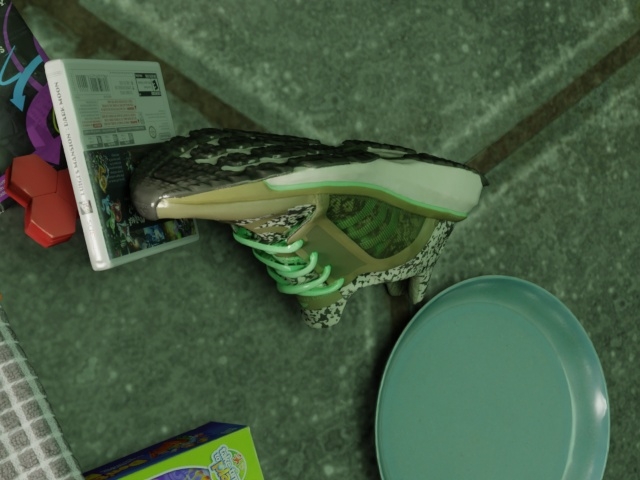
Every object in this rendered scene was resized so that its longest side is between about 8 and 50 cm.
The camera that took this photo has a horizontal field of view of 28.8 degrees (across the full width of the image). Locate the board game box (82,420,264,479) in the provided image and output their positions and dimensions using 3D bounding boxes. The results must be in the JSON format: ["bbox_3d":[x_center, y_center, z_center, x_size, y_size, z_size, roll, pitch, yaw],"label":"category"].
[{"bbox_3d":[-0.132,0.364,1.107,0.233,0.078,0.347,-18,96,-31],"label":"board game box"}]

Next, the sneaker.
[{"bbox_3d":[0.000,0.000,1.157,0.410,0.158,0.182,1,102,-44],"label":"sneaker"}]

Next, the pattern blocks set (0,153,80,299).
[{"bbox_3d":[-0.341,-0.035,0.937,0.285,0.026,0.325,43,45,-5],"label":"pattern blocks set"}]

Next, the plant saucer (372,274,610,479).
[{"bbox_3d":[0.180,0.196,1.333,0.318,0.044,0.317,2,85,-31],"label":"plant saucer"}]

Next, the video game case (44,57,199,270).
[{"bbox_3d":[-0.168,-0.071,1.086,0.190,0.022,0.173,-23,100,-72],"label":"video game case"}]

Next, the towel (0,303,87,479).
[{"bbox_3d":[-0.309,0.173,0.931,0.235,0.121,0.283,-19,66,-33],"label":"towel"}]

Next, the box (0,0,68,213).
[{"bbox_3d":[-0.279,-0.121,1.084,0.116,0.029,0.162,-40,105,-28],"label":"box"}]
